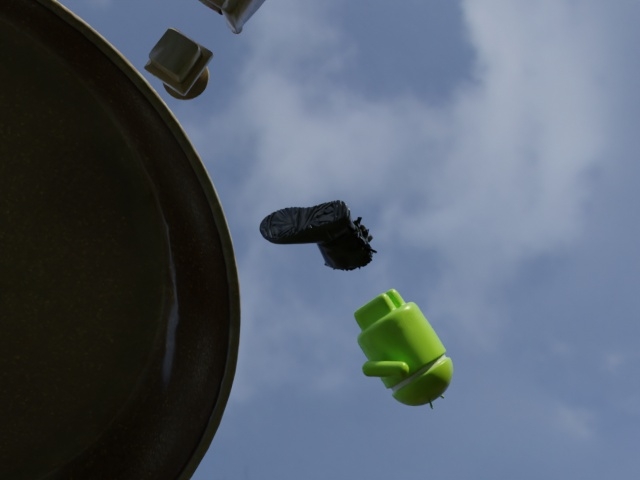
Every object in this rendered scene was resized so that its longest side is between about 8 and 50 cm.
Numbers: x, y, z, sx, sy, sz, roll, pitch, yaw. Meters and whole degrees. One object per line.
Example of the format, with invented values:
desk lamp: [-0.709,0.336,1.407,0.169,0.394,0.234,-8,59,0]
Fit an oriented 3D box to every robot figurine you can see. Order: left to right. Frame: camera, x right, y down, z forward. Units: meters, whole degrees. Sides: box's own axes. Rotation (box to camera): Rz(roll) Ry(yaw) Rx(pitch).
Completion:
robot figurine: [0.079,0.104,1.372,0.067,0.101,0.115,-35,-95,22]

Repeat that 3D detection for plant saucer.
plant saucer: [-0.185,0.019,0.568,0.310,0.050,0.311,-1,-62,-2]

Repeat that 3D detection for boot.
boot: [0.000,0.000,1.742,0.121,0.045,0.099,-12,-37,17]

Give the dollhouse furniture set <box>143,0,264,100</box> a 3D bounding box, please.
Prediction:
dollhouse furniture set: [-0.175,-0.285,1.387,0.355,0.303,0.174,-55,-12,-8]
